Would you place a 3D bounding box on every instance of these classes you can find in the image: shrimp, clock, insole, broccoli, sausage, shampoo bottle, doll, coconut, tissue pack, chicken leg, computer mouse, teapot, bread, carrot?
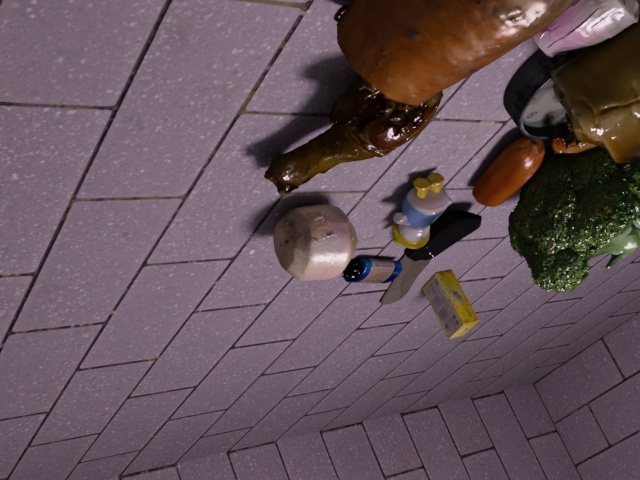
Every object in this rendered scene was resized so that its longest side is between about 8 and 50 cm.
[{"bbox_3d":[0.547,-0.228,1.846,0.150,0.068,0.249,-30,161,21],"label":"shrimp"},{"bbox_3d":[0.530,-0.323,1.791,0.319,0.066,0.319,-19,155,-10],"label":"clock"},{"bbox_3d":[0.239,0.098,2.459,0.119,0.009,0.348,-14,154,-20],"label":"insole"},{"bbox_3d":[0.604,-0.072,2.057,0.413,0.321,0.310,-58,144,-2],"label":"broccoli"},{"bbox_3d":[0.431,-0.156,2.015,0.098,0.098,0.238,-10,154,-26],"label":"sausage"},{"bbox_3d":[0.125,0.078,2.272,0.183,0.050,0.087,4,147,-46],"label":"shampoo bottle"},{"bbox_3d":[0.226,-0.057,2.029,0.135,0.099,0.241,-55,174,-31],"label":"doll"},{"bbox_3d":[0.000,0.000,1.878,0.183,0.170,0.171,-8,151,-25],"label":"coconut"},{"bbox_3d":[0.375,0.183,2.550,0.062,0.176,0.095,-10,151,-29],"label":"tissue pack"},{"bbox_3d":[0.053,-0.190,1.560,0.361,0.140,0.211,-31,163,9],"label":"chicken leg"},{"bbox_3d":[0.298,-0.020,2.166,0.217,0.073,0.122,-33,-176,-22],"label":"computer mouse"},{"bbox_3d":[0.393,-0.390,1.421,0.178,0.163,0.222,-32,154,29],"label":"teapot"},{"bbox_3d":[0.593,-0.281,1.553,0.341,0.210,0.300,-33,171,10],"label":"bread"},{"bbox_3d":[0.205,-0.352,1.266,0.224,0.224,0.341,5,147,-46],"label":"carrot"}]
